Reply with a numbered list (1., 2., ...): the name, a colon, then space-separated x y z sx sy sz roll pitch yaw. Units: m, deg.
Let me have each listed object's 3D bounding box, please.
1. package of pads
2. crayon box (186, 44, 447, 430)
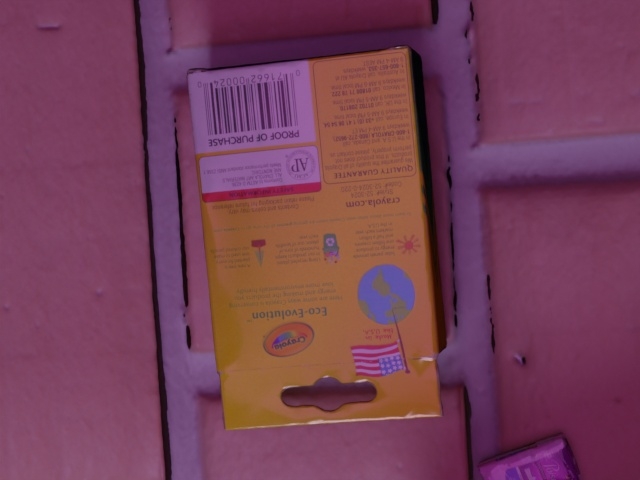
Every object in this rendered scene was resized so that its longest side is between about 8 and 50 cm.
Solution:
1. package of pads: 0.185 0.207 1.098 0.083 0.032 0.050 -22 91 11
2. crayon box: 0.000 0.000 1.100 0.202 0.081 0.318 -4 91 12
